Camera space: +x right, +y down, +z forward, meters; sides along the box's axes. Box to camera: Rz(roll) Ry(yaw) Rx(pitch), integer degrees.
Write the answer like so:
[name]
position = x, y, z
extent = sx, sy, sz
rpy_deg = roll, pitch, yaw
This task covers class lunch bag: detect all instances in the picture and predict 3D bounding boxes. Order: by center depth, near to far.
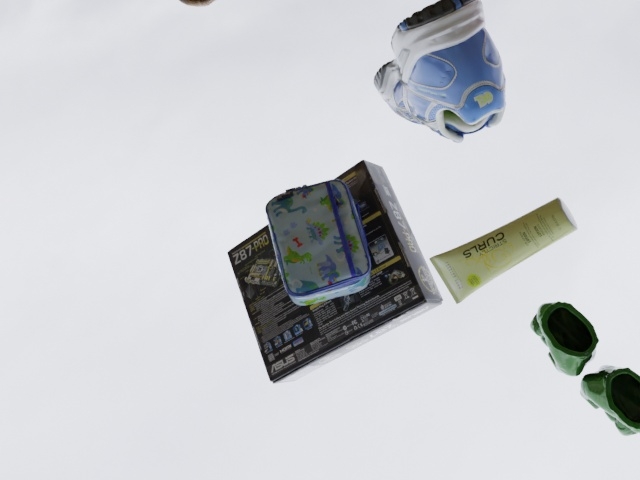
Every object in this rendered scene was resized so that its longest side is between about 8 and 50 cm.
[lunch bag]
position = 0.000, 0.000, 1.332
extent = 0.176, 0.090, 0.219
rpy_deg = -14, -111, 1

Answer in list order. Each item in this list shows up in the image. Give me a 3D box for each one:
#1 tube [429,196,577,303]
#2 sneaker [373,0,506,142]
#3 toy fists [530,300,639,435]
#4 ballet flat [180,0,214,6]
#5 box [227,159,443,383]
[tube]
position = 0.302, 0.015, 1.171
extent = 0.240, 0.062, 0.070
rpy_deg = -32, -135, 27
[sneaker]
position = 0.091, -0.110, 0.536
extent = 0.080, 0.081, 0.211
rpy_deg = -25, 177, 6
[toy fists]
position = 0.485, 0.227, 1.264
extent = 0.096, 0.142, 0.279
rpy_deg = -42, -109, 6
[ballet flat]
position = -0.070, -0.311, 0.669
extent = 0.106, 0.108, 0.316
rpy_deg = -39, -175, -30
[box]
position = 0.012, 0.072, 1.457
extent = 0.395, 0.097, 0.318
rpy_deg = -33, -111, 26
